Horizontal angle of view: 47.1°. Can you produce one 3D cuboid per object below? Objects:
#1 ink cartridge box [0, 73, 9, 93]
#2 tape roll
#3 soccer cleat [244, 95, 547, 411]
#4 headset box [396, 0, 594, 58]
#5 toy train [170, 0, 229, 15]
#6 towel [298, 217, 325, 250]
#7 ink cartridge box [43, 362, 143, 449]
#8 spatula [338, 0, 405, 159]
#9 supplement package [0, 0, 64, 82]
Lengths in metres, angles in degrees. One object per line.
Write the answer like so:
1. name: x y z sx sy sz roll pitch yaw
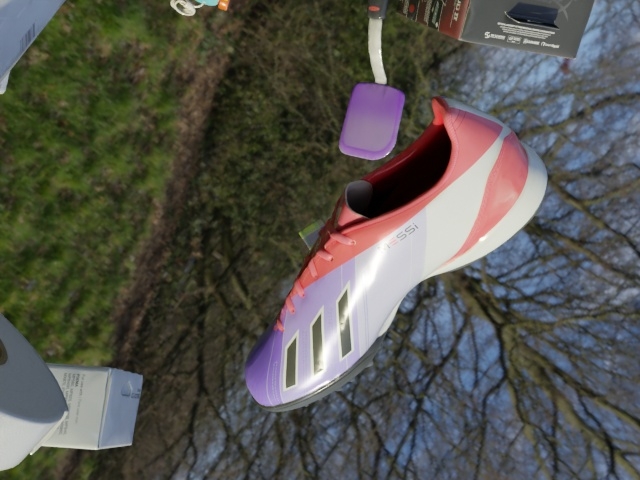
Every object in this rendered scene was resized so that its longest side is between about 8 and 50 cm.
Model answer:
1. ink cartridge box: -0.711 -0.360 1.499 0.063 0.150 0.109 23 73 -63
2. tape roll: -0.445 0.091 0.792 0.072 0.392 0.392 -48 -178 -8
3. soccer cleat: 0.028 0.018 0.591 0.318 0.116 0.108 -43 -143 21
4. headset box: 0.285 -0.388 1.212 0.293 0.218 0.110 -124 -139 -59
5. toy train: -0.168 -0.315 0.818 0.166 0.125 0.046 29 72 -57
6. towel: 0.000 0.000 1.491 0.060 0.083 0.009 -33 156 -9
7. ink cartridge box: -0.421 0.237 1.076 0.197 0.273 0.114 91 2 -76
8. spatula: 0.071 -0.246 0.892 0.030 0.084 0.296 -23 123 -48
9. supplement package: -0.502 -0.384 1.094 0.262 0.145 0.204 -67 -172 -30
